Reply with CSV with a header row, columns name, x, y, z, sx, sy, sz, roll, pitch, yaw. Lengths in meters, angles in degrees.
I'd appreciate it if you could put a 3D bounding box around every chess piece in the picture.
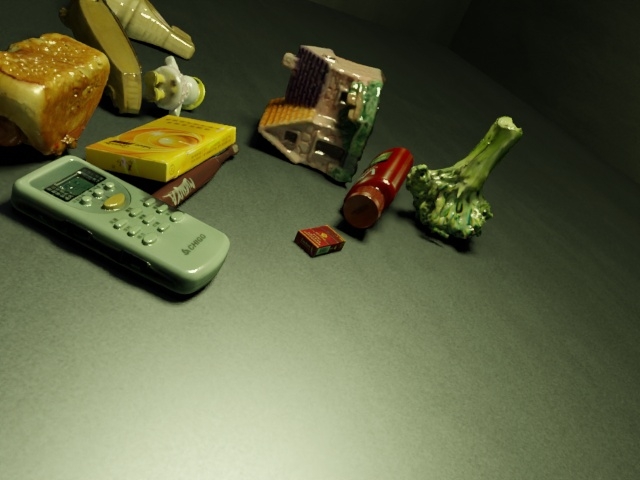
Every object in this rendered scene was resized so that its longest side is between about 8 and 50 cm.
name,x,y,z,sx,sy,sz,roll,pitch,yaw
chess piece,-0.471,-0.581,1.623,0.300,0.137,0.137,28,25,-22

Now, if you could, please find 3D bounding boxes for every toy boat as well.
name,x,y,z,sx,sy,sz,roll,pitch,yaw
toy boat,-0.452,-0.379,1.273,0.089,0.121,0.321,-7,56,-45

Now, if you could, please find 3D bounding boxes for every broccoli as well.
name,x,y,z,sx,sy,sz,roll,pitch,yaw
broccoli,0.286,-0.144,1.298,0.198,0.275,0.177,13,31,0

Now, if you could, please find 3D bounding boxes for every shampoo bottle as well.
name,x,y,z,sx,sy,sz,roll,pitch,yaw
shampoo bottle,0.118,-0.114,1.282,0.076,0.118,0.314,60,26,-12

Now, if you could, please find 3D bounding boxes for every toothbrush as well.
name,x,y,z,sx,sy,sz,roll,pitch,yaw
toothbrush,-0.217,-0.119,1.099,0.040,0.041,0.364,26,29,2

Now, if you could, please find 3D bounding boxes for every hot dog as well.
name,x,y,z,sx,sy,sz,roll,pitch,yaw
hot dog,-0.449,-0.225,0.978,0.150,0.153,0.257,27,30,-5

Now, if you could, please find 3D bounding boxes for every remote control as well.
name,x,y,z,sx,sy,sz,roll,pitch,yaw
remote control,-0.276,-0.025,0.872,0.296,0.056,0.140,27,33,5

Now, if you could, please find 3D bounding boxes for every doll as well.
name,x,y,z,sx,sy,sz,roll,pitch,yaw
doll,-0.307,-0.321,1.301,0.081,0.129,0.207,0,9,13

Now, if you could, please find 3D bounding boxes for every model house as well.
name,x,y,z,sx,sy,sz,roll,pitch,yaw
model house,-0.005,-0.286,1.358,0.237,0.237,0.202,18,35,-4

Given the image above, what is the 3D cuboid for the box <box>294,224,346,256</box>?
name,x,y,z,sx,sy,sz,roll,pitch,yaw
box,0.000,0.000,1.087,0.051,0.023,0.082,42,33,27

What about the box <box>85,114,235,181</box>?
name,x,y,z,sx,sy,sz,roll,pitch,yaw
box,-0.274,-0.171,1.102,0.152,0.044,0.269,12,26,14
